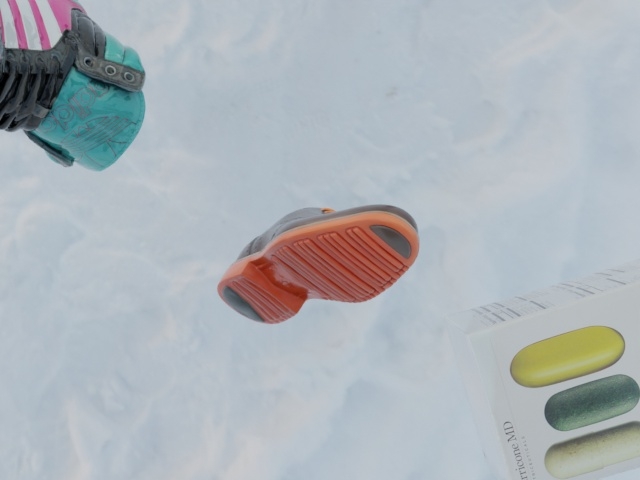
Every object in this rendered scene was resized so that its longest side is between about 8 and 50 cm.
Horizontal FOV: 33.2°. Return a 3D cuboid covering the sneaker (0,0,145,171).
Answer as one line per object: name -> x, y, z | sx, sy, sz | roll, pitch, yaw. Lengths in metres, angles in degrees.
sneaker -> -0.233, -0.117, 0.857 | 0.178, 0.295, 0.124 | 41, 117, -18

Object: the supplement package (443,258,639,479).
supplement package -> 0.306, 0.154, 1.250 | 0.263, 0.198, 0.199 | -16, 92, 0

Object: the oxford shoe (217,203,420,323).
oxford shoe -> 0.000, 0.000, 0.983 | 0.097, 0.271, 0.098 | 42, 58, -22
